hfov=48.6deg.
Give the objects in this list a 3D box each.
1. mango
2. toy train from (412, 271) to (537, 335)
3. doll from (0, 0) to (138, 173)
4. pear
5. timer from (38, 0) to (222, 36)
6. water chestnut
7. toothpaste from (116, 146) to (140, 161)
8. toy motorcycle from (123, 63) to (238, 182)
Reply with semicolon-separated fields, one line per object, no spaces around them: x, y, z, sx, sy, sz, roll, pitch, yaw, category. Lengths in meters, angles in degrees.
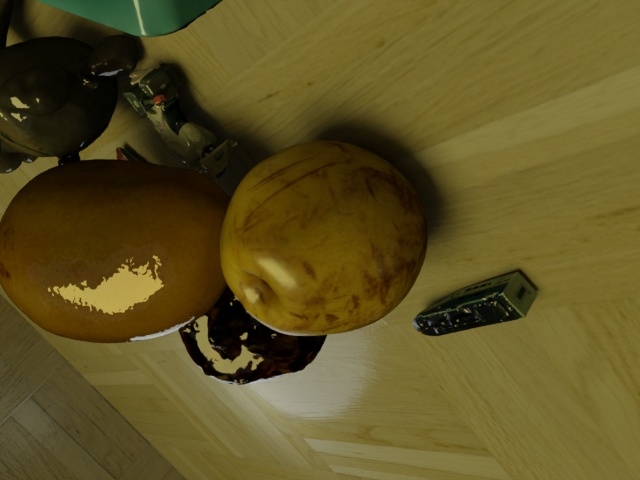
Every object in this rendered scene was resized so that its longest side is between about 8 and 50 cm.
-0.318;0.012;1.123;0.446;0.232;0.299;-9;90;26;mango
0.218;0.101;1.055;0.052;0.051;0.234;46;151;-8;toy train
-0.505;-0.290;1.162;0.382;0.252;0.378;-12;122;44;doll
0.000;0.000;0.964;0.281;0.280;0.280;27;146;21;pear
-0.203;-0.337;0.795;0.250;0.232;0.091;21;142;26;timer
-0.135;0.127;1.248;0.300;0.300;0.300;27;146;21;water chestnut
-0.306;-0.095;1.379;0.239;0.039;0.062;40;155;5;toothpaste
-0.219;-0.178;1.131;0.150;0.102;0.221;10;138;58;toy motorcycle
